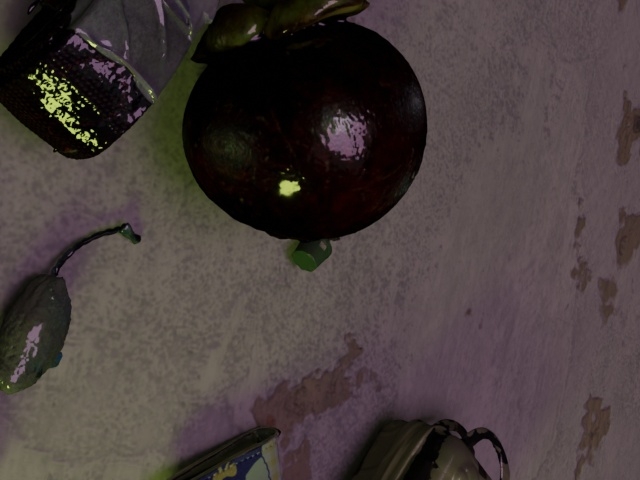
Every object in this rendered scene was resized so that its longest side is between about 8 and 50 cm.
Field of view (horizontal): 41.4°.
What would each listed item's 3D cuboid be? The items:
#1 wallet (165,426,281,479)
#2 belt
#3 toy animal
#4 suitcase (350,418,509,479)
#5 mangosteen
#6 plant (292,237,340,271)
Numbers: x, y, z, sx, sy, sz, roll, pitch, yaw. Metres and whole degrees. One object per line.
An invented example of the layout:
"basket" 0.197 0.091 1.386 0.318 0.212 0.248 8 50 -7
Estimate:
"wallet" -0.128 0.446 1.196 0.223 0.077 0.309 -17 106 -42
"belt" -0.236 -0.238 0.920 0.164 0.184 0.289 46 61 -32
"toy animal" -0.306 0.065 0.992 0.079 0.070 0.252 91 22 -57
"suitcase" 0.202 0.462 1.416 0.339 0.194 0.351 -54 127 -25
"mangosteen" -0.018 -0.153 1.034 0.330 0.330 0.329 -8 102 -41
"plant" 0.000 0.000 1.258 0.102 0.051 0.051 -50 127 -40
